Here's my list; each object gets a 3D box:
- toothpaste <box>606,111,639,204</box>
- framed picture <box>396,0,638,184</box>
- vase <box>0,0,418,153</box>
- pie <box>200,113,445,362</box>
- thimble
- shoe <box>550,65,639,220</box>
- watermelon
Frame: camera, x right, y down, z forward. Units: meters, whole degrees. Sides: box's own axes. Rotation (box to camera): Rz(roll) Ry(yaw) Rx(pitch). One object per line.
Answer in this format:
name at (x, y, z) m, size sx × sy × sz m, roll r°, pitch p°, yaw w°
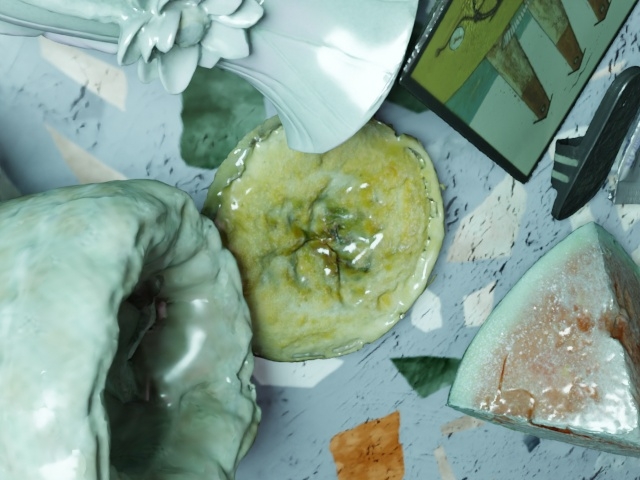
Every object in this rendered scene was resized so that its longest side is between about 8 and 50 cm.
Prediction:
toothpaste at (0.387, -0.171, 0.712) m, size 0.099 × 0.068 × 0.282 m, roll 10°, pitch 107°, yaw -14°
framed picture at (0.196, -0.191, 0.577) m, size 0.324 × 0.013 × 0.244 m, roll 16°, pitch 106°, yaw -56°
vase at (-0.138, -0.225, 0.434) m, size 0.445 × 0.250 × 0.250 m, roll 24°, pitch 100°, yaw -24°
pie at (0.000, 0.000, 0.653) m, size 0.274 × 0.055 × 0.274 m, roll -6°, pitch 111°, yaw -16°
thimble at (-0.178, 0.105, 0.499) m, size 0.195 × 0.291 × 0.291 m, roll -5°, pitch 113°, yaw 14°
shoe at (0.286, -0.107, 0.710) m, size 0.071 × 0.049 × 0.179 m, roll -14°, pitch 133°, yaw -34°
watermelon at (0.304, 0.134, 0.721) m, size 0.213 × 0.201 × 0.262 m, roll 30°, pitch 94°, yaw -33°
